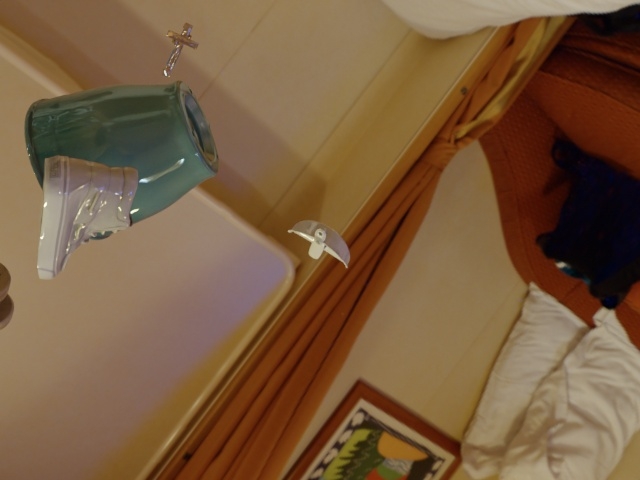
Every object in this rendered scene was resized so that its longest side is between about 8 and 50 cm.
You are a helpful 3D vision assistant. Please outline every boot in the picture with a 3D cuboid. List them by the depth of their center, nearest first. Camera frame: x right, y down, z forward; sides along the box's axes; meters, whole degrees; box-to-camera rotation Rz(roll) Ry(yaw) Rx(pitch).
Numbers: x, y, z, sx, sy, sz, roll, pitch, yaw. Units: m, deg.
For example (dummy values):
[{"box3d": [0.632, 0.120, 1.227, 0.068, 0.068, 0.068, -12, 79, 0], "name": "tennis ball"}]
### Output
[{"box3d": [-0.337, -0.020, 0.767, 0.124, 0.258, 0.095, 3, -121, -29], "name": "boot"}]

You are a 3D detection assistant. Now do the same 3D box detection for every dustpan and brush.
[{"box3d": [0.000, 0.000, 1.044, 0.147, 0.060, 0.211, 32, 157, 4], "name": "dustpan and brush"}]

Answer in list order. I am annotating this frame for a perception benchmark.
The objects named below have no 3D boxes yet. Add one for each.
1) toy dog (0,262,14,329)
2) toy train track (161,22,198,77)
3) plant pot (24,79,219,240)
[{"box3d": [-0.654, 0.130, 0.839, 0.161, 0.220, 0.333, 38, -155, 0], "name": "toy dog"}, {"box3d": [-0.208, -0.275, 0.762, 0.048, 0.083, 0.014, 12, -149, -43], "name": "toy train track"}, {"box3d": [-0.336, -0.166, 0.973, 0.271, 0.256, 0.271, -17, -90, -86], "name": "plant pot"}]
